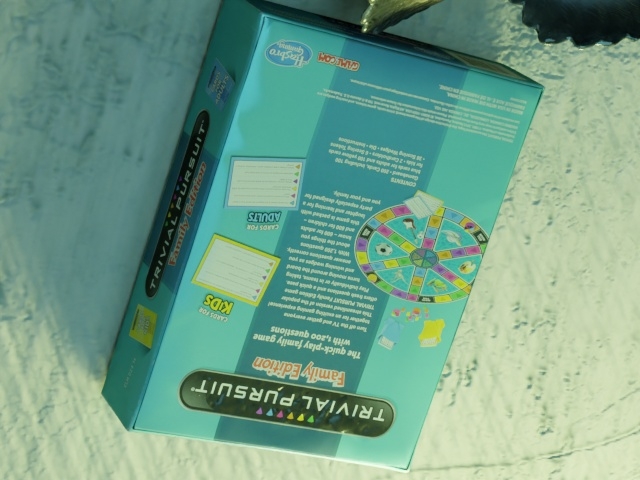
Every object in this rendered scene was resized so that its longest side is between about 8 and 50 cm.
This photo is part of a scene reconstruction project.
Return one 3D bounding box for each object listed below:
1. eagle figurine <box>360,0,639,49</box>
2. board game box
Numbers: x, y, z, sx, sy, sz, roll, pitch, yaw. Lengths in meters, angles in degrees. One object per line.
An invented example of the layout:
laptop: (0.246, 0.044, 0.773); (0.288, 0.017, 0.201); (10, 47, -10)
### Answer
eagle figurine: (0.172, -0.264, 1.442); (0.225, 0.226, 0.298); (15, 83, 2)
board game box: (0.000, 0.000, 1.542); (0.253, 0.079, 0.336); (12, 105, -28)
